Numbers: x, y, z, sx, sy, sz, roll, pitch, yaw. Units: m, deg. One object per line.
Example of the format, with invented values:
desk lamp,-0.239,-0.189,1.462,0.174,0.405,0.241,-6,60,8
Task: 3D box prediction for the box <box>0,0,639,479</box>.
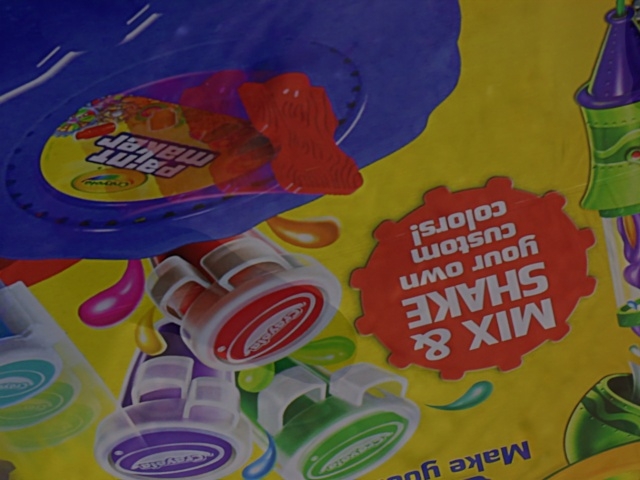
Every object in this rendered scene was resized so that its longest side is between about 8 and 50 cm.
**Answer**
box,-0.059,-0.033,0.469,0.290,0.279,0.177,-16,37,2
